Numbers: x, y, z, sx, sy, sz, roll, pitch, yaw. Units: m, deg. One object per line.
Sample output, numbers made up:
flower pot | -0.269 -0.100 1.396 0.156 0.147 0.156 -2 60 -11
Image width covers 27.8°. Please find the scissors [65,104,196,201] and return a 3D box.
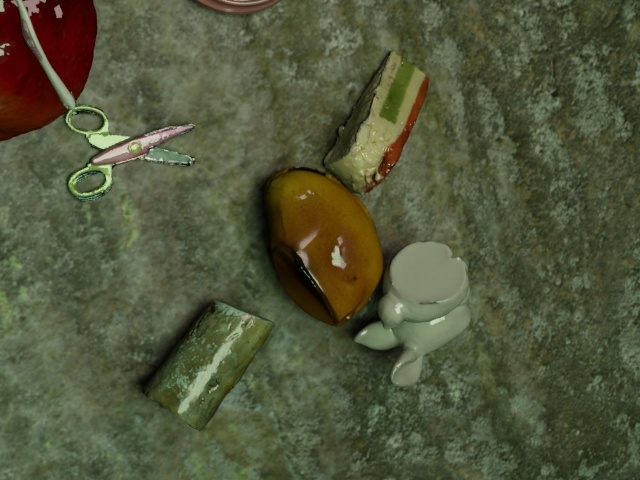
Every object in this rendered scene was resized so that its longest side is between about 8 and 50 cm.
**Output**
scissors | -0.261 -0.127 1.790 0.187 0.020 0.133 -7 105 -24

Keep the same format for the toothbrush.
toothbrush | -0.319 -0.223 1.451 0.022 0.017 0.204 -53 143 -26

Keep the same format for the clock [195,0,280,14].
clock | -0.116 -0.436 1.792 0.245 0.056 0.244 -5 102 -24

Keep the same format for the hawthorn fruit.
hawthorn fruit | -0.405 -0.261 1.537 0.265 0.307 0.265 -1 84 6

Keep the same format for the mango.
mango | 0.000 0.000 1.883 0.166 0.136 0.236 -42 110 -30

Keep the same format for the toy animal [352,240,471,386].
toy animal | 0.144 0.105 1.945 0.178 0.127 0.193 -36 154 -34

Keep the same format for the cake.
cake | 0.097 -0.176 1.909 0.086 0.117 0.220 37 82 -20

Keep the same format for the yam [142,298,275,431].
yam | -0.156 0.168 1.845 0.107 0.107 0.194 42 79 -26
